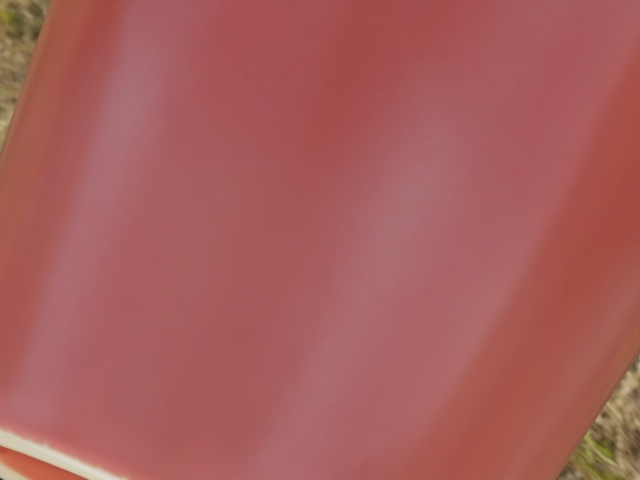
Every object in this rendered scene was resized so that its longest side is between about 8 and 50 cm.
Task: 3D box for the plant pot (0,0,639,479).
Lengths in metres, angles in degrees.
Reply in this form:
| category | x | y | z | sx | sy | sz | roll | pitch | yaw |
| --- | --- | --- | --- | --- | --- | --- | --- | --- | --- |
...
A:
| category | x | y | z | sx | sy | sz | roll | pitch | yaw |
| --- | --- | --- | --- | --- | --- | --- | --- | --- | --- |
| plant pot | 0.000 | 0.000 | 0.619 | 0.275 | 0.275 | 0.243 | 19 | 72 | 21 |
